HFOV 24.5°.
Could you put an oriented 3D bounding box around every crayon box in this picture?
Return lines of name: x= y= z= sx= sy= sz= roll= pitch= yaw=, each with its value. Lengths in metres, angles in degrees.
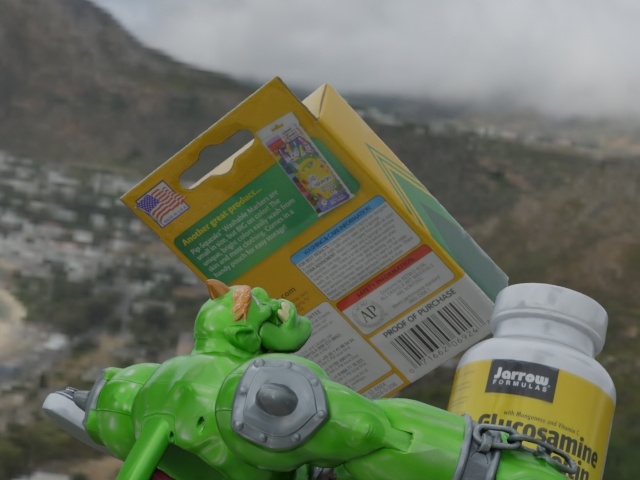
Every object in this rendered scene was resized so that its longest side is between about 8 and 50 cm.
crayon box: x=0.000 y=0.000 z=1.381 sx=0.323 sy=0.203 sz=0.083 roll=46 pitch=26 yaw=-19

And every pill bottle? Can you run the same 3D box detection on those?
pill bottle: x=0.127 y=0.124 z=0.920 sx=0.103 sy=0.184 sz=0.103 roll=13 pitch=-25 yaw=6

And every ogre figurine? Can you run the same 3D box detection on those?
ogre figurine: x=-0.011 y=0.077 z=0.535 sx=0.118 sy=0.096 sz=0.197 roll=30 pitch=-3 yaw=-29

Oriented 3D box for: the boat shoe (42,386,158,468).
boat shoe: x=-0.131 y=0.142 z=1.178 sx=0.183 sy=0.083 sz=0.065 roll=32 pitch=-18 yaw=-27
